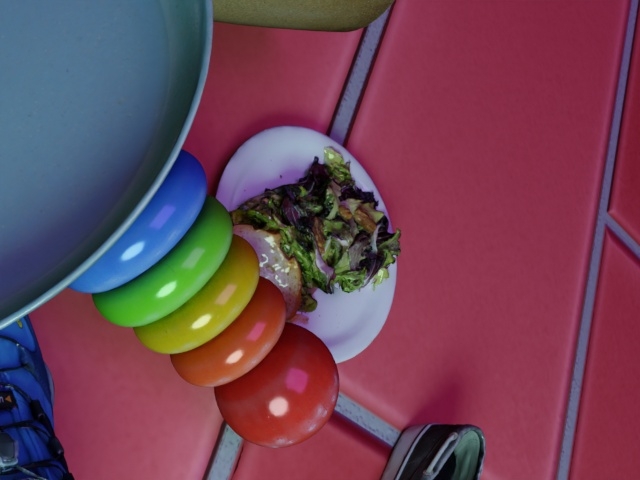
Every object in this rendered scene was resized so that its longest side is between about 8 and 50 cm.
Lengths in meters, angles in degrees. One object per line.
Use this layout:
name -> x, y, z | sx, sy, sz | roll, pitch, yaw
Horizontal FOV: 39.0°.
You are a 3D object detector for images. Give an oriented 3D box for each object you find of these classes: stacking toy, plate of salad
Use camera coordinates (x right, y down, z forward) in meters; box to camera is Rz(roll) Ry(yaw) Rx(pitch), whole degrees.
stacking toy -> -0.094, 0.014, 0.589 | 0.330, 0.141, 0.141 | 50, 50, -26
plate of salad -> 0.000, 0.000, 0.732 | 0.200, 0.048, 0.199 | 14, 68, -40

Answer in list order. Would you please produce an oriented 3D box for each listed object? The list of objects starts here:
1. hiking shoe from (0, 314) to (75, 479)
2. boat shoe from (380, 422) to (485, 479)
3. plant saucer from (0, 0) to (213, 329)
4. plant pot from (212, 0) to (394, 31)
hiking shoe -> -0.168, 0.124, 0.480 | 0.113, 0.132, 0.304 | -10, 85, -44
boat shoe -> 0.074, 0.238, 0.717 | 0.078, 0.070, 0.219 | 44, 52, -25
plant saucer -> -0.206, -0.082, 0.441 | 0.043, 0.318, 0.317 | 76, 19, -68
plant pot -> -0.095, -0.249, 0.612 | 0.254, 0.237, 0.237 | -15, 89, -31
